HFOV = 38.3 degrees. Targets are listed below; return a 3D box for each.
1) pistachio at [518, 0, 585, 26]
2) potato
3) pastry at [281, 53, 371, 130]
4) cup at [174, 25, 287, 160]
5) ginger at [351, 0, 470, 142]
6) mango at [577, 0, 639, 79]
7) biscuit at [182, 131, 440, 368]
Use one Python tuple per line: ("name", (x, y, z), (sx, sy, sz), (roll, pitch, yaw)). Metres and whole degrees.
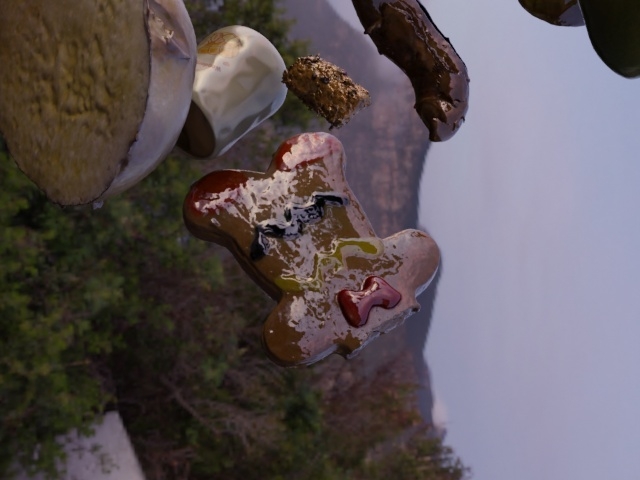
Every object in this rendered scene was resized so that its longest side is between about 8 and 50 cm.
("pistachio", (0.439, -0.434, 1.602), (0.110, 0.190, 0.100), (109, -25, -46))
("potato", (-0.195, -0.166, 0.849), (0.299, 0.116, 0.239), (48, -59, 33))
("pastry", (0.008, -0.218, 1.330), (0.140, 0.080, 0.056), (48, 11, 29))
("cup", (-0.191, -0.248, 1.606), (0.173, 0.202, 0.255), (52, -32, -12))
("ginger", (0.141, -0.301, 1.437), (0.133, 0.107, 0.309), (-31, 89, -48))
("mango", (0.264, -0.250, 0.741), (0.237, 0.137, 0.091), (63, 33, -23))
("biscuit", (0.000, 0.000, 1.574), (0.394, 0.368, 0.076), (56, -23, 15))
